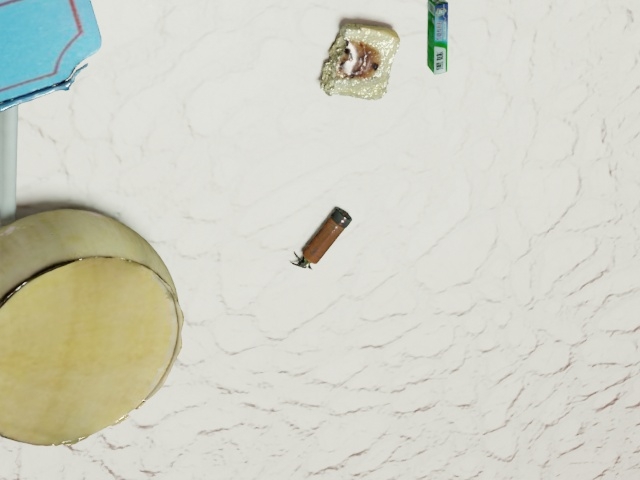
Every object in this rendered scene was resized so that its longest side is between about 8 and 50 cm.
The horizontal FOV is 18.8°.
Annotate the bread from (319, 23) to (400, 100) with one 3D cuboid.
[{"bbox_3d":[0.043,-0.184,1.998,0.070,0.035,0.083,7,117,-26],"label":"bread"}]

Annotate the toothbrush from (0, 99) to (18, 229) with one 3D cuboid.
[{"bbox_3d":[-0.316,-0.042,1.970,0.030,0.025,0.342,-12,127,-21],"label":"toothbrush"}]

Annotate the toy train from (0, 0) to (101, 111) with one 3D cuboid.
[{"bbox_3d":[-0.355,-0.234,1.730,0.300,0.188,0.265,-19,135,-7],"label":"toy train"}]

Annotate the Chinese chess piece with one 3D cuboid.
[{"bbox_3d":[-0.270,0.092,2.007,0.257,0.104,0.257,-16,129,-21],"label":"Chinese chess piece"}]

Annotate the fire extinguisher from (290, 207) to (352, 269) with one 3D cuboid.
[{"bbox_3d":[0.000,0.000,2.119,0.028,0.022,0.083,40,108,3],"label":"fire extinguisher"}]

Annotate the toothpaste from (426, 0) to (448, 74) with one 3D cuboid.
[{"bbox_3d":[0.122,-0.214,2.015,0.017,0.020,0.083,-14,127,-16],"label":"toothpaste"}]
